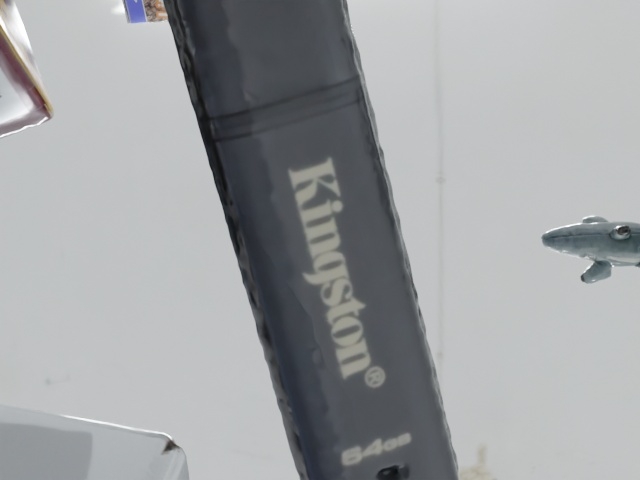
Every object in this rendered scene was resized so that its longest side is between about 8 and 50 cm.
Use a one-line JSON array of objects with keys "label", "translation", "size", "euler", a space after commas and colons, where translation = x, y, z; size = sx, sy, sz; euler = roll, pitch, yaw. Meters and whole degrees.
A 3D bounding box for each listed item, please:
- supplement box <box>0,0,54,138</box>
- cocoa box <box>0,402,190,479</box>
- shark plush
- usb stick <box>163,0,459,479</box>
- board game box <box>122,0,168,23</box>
[{"label": "supplement box", "translation": [-0.159, -0.124, 0.326], "size": [0.080, 0.104, 0.188], "euler": [-21, -104, -7]}, {"label": "cocoa box", "translation": [-0.231, 0.192, 0.360], "size": [0.347, 0.231, 0.228], "euler": [8, -49, 12]}, {"label": "shark plush", "translation": [0.305, 0.005, 1.040], "size": [0.161, 0.067, 0.073], "euler": [7, -105, 40]}, {"label": "usb stick", "translation": [0.000, 0.000, 0.446], "size": [0.045, 0.077, 0.278], "euler": [16, -57, 64]}, {"label": "board game box", "translation": [-0.116, -0.420, 1.421], "size": [0.290, 0.232, 0.141], "euler": [-3, -49, 5]}]
